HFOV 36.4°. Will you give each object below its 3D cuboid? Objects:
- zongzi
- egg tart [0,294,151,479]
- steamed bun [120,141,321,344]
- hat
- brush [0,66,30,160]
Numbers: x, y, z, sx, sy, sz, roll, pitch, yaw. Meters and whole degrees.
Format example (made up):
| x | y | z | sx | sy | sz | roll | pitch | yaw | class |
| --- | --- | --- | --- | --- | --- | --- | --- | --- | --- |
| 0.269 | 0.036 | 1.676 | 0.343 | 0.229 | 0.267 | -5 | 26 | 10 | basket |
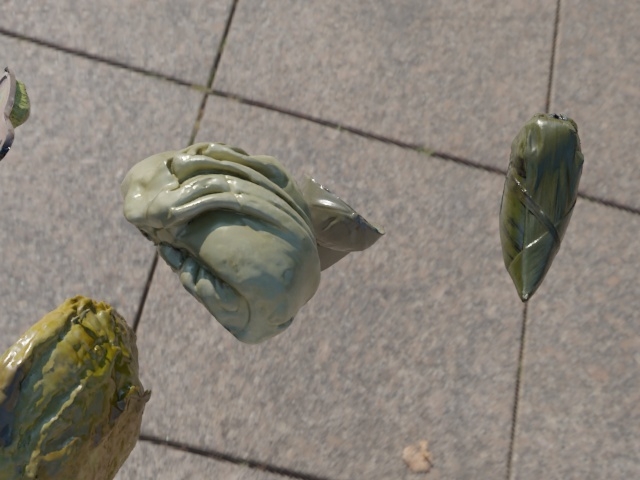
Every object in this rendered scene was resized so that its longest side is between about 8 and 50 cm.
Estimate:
| x | y | z | sx | sy | sz | roll | pitch | yaw | class |
| --- | --- | --- | --- | --- | --- | --- | --- | --- | --- |
| 0.362 | -0.064 | 1.606 | 0.125 | 0.250 | 0.274 | 10 | 31 | 11 | zongzi |
| -0.332 | 0.239 | 1.254 | 0.153 | 0.339 | 0.351 | 25 | 19 | 12 | egg tart |
| -0.117 | -0.023 | 1.349 | 0.203 | 0.289 | 0.276 | -45 | 122 | 4 | steamed bun |
| 0.000 | 0.000 | 1.633 | 0.166 | 0.144 | 0.173 | 33 | 102 | -12 | hat |
| -0.503 | -0.200 | 1.592 | 0.067 | 0.072 | 0.313 | 29 | 16 | -29 | brush |
